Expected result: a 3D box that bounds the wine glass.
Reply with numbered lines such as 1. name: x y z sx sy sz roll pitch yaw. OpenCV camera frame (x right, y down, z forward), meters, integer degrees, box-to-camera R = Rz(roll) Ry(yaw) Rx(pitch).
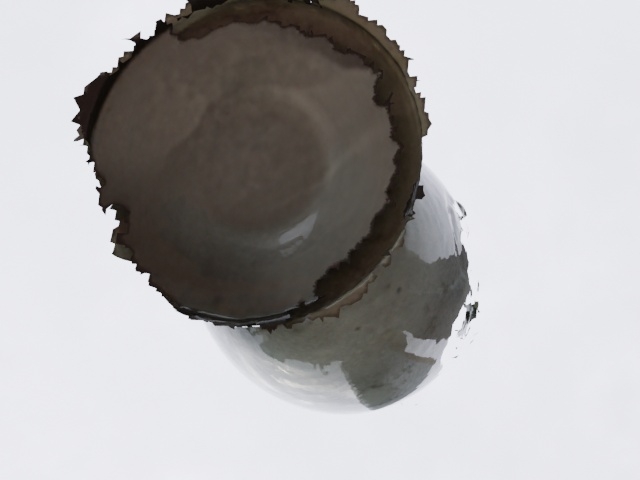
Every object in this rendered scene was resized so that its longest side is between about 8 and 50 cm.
1. wine glass: -0.005 -0.001 0.747 0.190 0.357 0.191 -3 -106 12
